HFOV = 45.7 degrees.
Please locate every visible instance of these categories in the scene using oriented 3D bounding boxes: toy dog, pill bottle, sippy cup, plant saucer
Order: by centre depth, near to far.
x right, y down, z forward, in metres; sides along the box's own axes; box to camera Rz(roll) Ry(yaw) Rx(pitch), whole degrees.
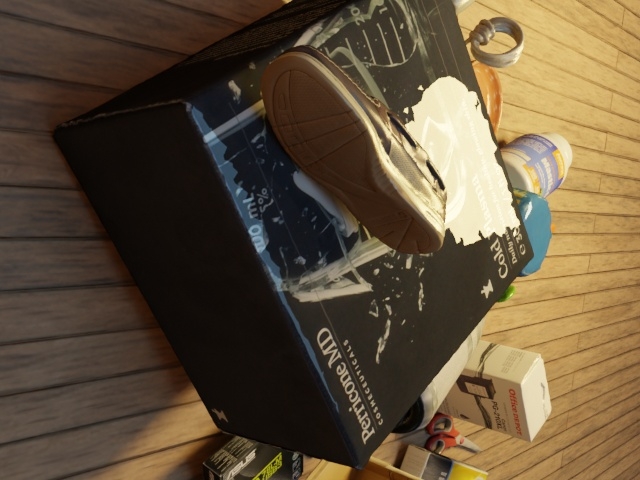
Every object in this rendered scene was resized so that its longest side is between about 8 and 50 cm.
[{"bbox_3d":[0.161,-0.314,1.309,0.334,0.161,0.220,-31,84,-10],"label":"toy dog"},{"bbox_3d":[0.337,-0.024,1.544,0.305,0.224,0.240,33,72,-48],"label":"sippy cup"},{"bbox_3d":[0.328,-0.286,1.623,0.200,0.037,0.199,-13,107,-48],"label":"plant saucer"},{"bbox_3d":[0.468,-0.157,1.730,0.272,0.152,0.152,-31,121,-42],"label":"pill bottle"}]

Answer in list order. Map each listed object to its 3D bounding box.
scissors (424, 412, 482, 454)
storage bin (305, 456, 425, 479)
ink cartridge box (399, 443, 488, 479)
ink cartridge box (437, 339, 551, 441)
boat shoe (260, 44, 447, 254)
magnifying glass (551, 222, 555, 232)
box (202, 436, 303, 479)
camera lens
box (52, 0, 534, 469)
[{"bbox_3d":[0.328,0.463,1.801,0.297,0.021,0.108,14,85,-50],"label":"scissors"},{"bbox_3d":[0.092,0.500,1.332,0.260,0.262,0.123,-43,130,-36],"label":"storage bin"},{"bbox_3d":[0.235,0.627,1.678,0.304,0.072,0.307,33,74,-48],"label":"ink cartridge box"},{"bbox_3d":[0.356,0.310,1.629,0.100,0.237,0.172,-44,129,-36],"label":"ink cartridge box"},{"bbox_3d":[0.046,-0.099,0.796,0.285,0.103,0.092,45,48,-31],"label":"boat shoe"},{"bbox_3d":[0.549,-0.011,1.965,0.231,0.026,0.092,-17,111,-46],"label":"magnifying glass"},{"bbox_3d":[-0.101,0.363,1.207,0.191,0.045,0.184,-35,140,-40],"label":"box"},{"bbox_3d":[0.150,0.189,1.360,0.274,0.219,0.219,-45,130,-40],"label":"camera lens"},{"bbox_3d":[0.002,-0.052,1.022,0.472,0.297,0.479,-41,117,-35],"label":"box"}]
